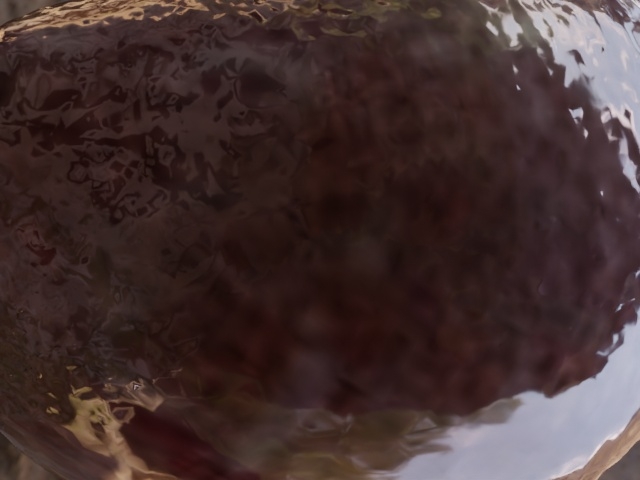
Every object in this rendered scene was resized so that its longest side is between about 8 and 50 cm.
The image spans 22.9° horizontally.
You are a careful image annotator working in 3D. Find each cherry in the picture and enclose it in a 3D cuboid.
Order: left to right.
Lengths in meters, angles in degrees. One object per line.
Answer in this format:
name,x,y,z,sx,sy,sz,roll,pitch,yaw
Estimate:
cherry,0.000,0.000,0.507,0.230,0.300,0.203,-10,-103,45
